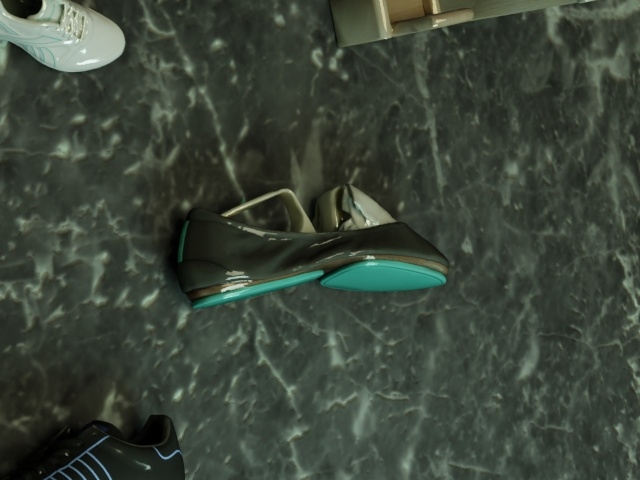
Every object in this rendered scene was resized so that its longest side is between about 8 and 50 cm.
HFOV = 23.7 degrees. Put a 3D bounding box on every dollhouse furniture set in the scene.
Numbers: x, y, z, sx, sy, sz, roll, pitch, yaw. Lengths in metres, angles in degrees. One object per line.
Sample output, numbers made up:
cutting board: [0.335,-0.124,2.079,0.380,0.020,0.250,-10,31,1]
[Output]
dollhouse furniture set: [0.153,-0.355,1.386,0.286,0.198,0.303,-17,99,-39]

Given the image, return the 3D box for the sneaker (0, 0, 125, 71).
sneaker: [-0.210,-0.166,1.170,0.152,0.061,0.053,13,79,-40]

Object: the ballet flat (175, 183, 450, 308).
ballet flat: [0.000,0.000,1.322,0.280,0.095,0.096,-2,78,-40]

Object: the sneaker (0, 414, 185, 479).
sneaker: [-0.201,0.187,1.161,0.232,0.081,0.090,-3,88,-46]
